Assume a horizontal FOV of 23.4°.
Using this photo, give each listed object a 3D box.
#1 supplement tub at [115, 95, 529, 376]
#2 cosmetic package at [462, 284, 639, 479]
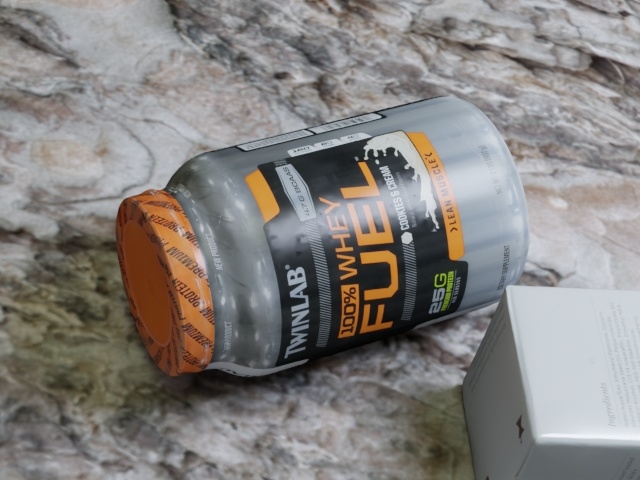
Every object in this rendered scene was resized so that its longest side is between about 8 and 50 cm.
[{"bbox_3d":[0.000,0.000,1.307,0.316,0.194,0.194,-16,57,-22],"label":"supplement tub"},{"bbox_3d":[0.229,0.141,1.269,0.183,0.151,0.151,4,51,-10],"label":"cosmetic package"}]
